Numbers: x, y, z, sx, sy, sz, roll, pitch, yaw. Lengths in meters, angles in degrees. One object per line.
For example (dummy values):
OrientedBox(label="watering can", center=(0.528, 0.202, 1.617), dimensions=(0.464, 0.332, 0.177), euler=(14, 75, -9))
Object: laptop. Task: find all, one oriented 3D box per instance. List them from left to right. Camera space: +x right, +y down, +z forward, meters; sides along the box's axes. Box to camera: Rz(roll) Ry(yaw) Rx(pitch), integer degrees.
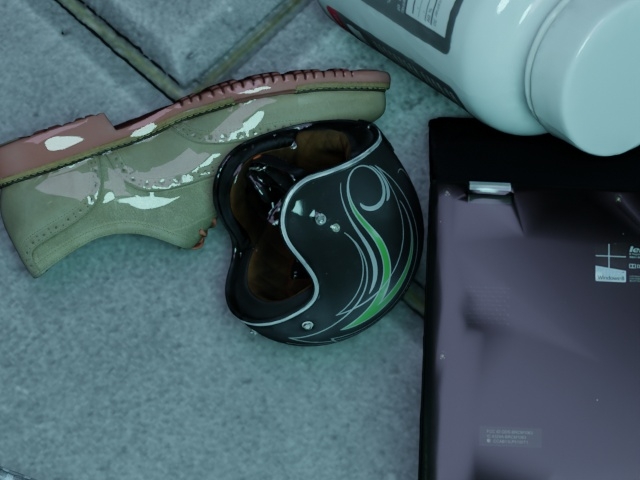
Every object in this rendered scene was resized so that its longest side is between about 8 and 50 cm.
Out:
OrientedBox(label="laptop", center=(0.267, 0.055, 1.307), dimensions=(0.382, 0.236, 0.407), euler=(2, 71, 3))

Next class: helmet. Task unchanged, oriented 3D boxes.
OrientedBox(label="helmet", center=(0.000, 0.000, 1.398), dimensions=(0.169, 0.161, 0.169), euler=(-10, 23, 4))

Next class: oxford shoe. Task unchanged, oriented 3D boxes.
OrientedBox(label="oxford shoe", center=(-0.100, -0.061, 1.481), dimensions=(0.348, 0.123, 0.130), euler=(-15, 92, -3))

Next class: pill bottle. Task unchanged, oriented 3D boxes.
OrientedBox(label="pill bottle", center=(0.142, -0.190, 1.400), dimensions=(0.176, 0.176, 0.318), euler=(-39, 44, -11))

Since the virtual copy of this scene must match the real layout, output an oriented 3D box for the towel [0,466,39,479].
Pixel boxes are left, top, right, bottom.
OrientedBox(label="towel", center=(-0.260, 0.302, 1.313), dimensions=(0.235, 0.121, 0.283), euler=(14, 68, 11))
